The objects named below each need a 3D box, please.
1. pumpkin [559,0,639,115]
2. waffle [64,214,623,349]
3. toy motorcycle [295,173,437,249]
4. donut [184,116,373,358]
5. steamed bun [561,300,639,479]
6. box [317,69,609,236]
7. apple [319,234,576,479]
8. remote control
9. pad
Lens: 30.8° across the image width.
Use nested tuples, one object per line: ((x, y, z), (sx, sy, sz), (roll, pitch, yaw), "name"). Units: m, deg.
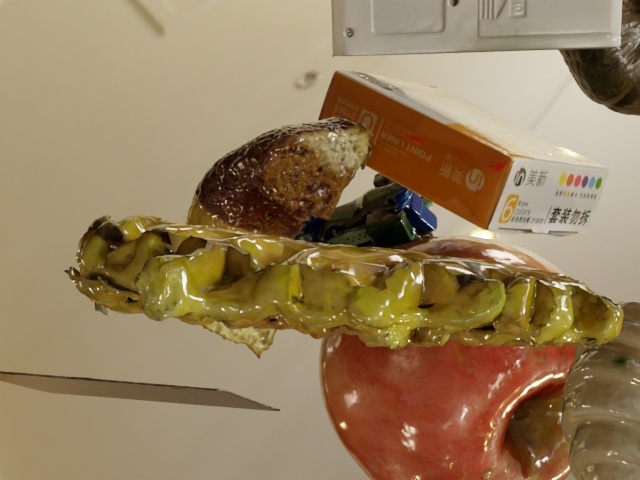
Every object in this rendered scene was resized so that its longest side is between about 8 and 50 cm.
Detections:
((0.380, -0.273, 1.311), (0.260, 0.260, 0.189), (-26, -165, 1), "pumpkin")
((0.005, 0.024, 0.561), (0.254, 0.052, 0.245), (7, 177, -12), "waffle")
((0.000, 0.000, 1.632), (0.331, 0.196, 0.125), (-17, -144, 23), "toy motorcycle")
((-0.072, -0.035, 1.232), (0.151, 0.112, 0.295), (54, -55, 41), "donut")
((0.251, 0.124, 0.787), (0.182, 0.183, 0.106), (-28, 175, -1), "steamed bun")
((0.161, -0.099, 1.322), (0.274, 0.091, 0.220), (32, -160, 34), "box")
((0.168, 0.161, 1.452), (0.363, 0.364, 0.364), (-17, -143, 13), "apple")
((0.148, -0.235, 1.117), (0.277, 0.103, 0.055), (-2, -162, 1), "remote control")
((-0.232, 0.179, 1.387), (0.330, 0.220, 0.004), (2, -103, 16), "pad")
